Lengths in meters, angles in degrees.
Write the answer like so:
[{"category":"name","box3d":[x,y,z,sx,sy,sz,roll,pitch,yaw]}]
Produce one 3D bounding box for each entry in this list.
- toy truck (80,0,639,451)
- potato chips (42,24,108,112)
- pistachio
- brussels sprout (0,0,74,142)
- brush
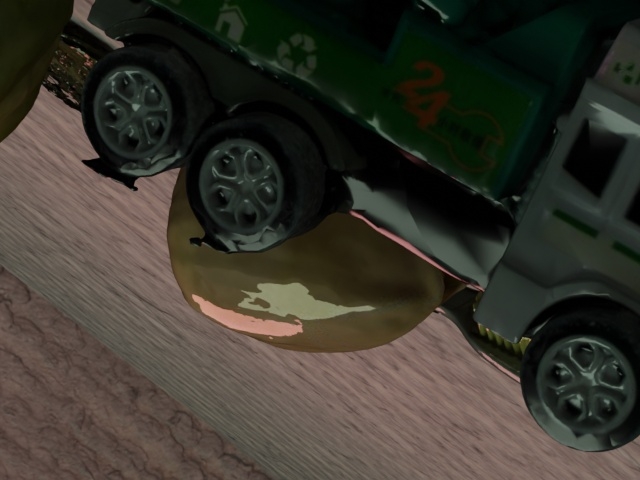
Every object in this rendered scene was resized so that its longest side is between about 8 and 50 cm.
[{"category":"toy truck","box3d":[0.052,-0.064,0.830,0.363,0.178,0.176,34,-155,18]},{"category":"potato chips","box3d":[-0.210,-0.140,1.589,0.202,0.029,0.220,42,168,-17]},{"category":"pistachio","box3d":[0.000,0.000,1.328,0.229,0.157,0.157,13,158,30]},{"category":"brussels sprout","box3d":[-0.307,-0.143,1.271,0.243,0.316,0.274,63,-169,-19]},{"category":"brush","box3d":[0.116,0.043,1.369,0.297,0.068,0.060,27,146,40]}]
